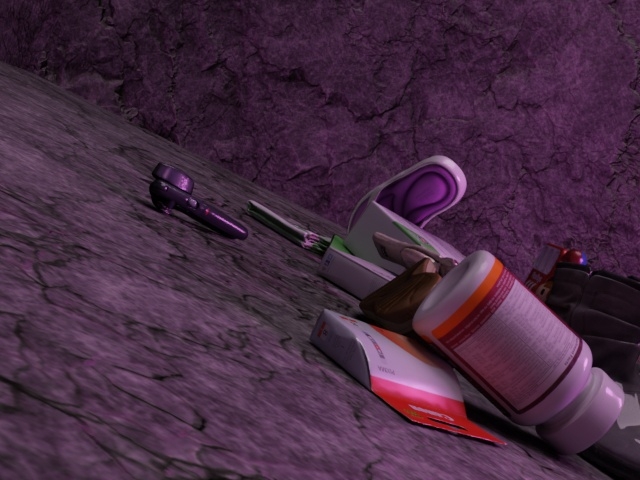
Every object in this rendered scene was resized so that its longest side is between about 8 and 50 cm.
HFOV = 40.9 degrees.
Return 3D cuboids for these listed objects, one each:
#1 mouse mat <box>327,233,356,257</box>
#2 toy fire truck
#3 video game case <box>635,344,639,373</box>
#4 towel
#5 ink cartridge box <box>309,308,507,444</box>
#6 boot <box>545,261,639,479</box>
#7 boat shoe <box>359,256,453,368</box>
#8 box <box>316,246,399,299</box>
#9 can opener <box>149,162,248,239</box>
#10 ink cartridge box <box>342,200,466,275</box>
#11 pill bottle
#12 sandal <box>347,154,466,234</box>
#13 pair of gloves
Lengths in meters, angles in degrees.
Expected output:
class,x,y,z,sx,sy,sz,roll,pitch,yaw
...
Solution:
class,x,y,z,sx,sy,sz,roll,pitch,yaw
mouse mat,0.083,0.046,1.853,0.153,0.007,0.189,36,13,-1
toy fire truck,0.479,0.126,1.860,0.169,0.253,0.302,26,4,0
video game case,0.636,0.277,1.756,0.227,0.026,0.206,28,-30,41
towel,0.000,0.000,2.011,0.325,0.038,0.248,22,5,-45
ink cartridge box,0.091,0.135,0.862,0.145,0.045,0.179,22,3,-37
boot,0.370,0.155,1.052,0.118,0.222,0.338,24,5,-38
boat shoe,0.139,0.108,1.169,0.123,0.123,0.342,56,0,-2
box,0.177,0.118,1.480,0.322,0.058,0.232,30,6,38
can opener,-0.189,-0.049,1.345,0.186,0.073,0.059,34,-8,-27
ink cartridge box,0.225,0.054,1.895,0.289,0.121,0.211,26,13,-39
pill bottle,0.218,0.125,0.945,0.221,0.121,0.121,43,4,-2
sandal,0.173,-0.061,2.024,0.169,0.416,0.102,46,46,4
pair of gloves,0.213,0.083,1.636,0.204,0.042,0.240,25,-25,44
